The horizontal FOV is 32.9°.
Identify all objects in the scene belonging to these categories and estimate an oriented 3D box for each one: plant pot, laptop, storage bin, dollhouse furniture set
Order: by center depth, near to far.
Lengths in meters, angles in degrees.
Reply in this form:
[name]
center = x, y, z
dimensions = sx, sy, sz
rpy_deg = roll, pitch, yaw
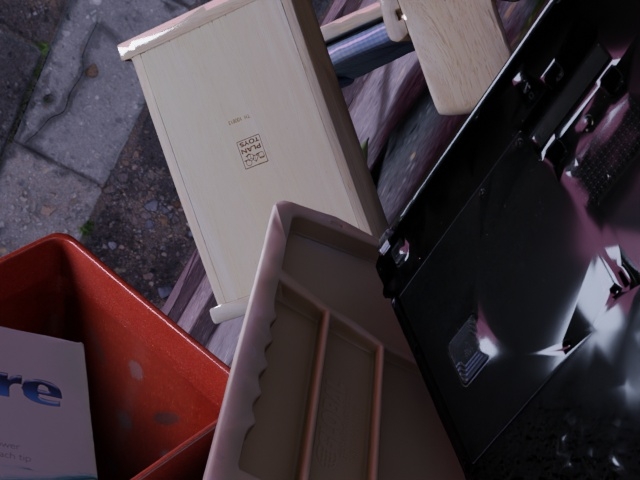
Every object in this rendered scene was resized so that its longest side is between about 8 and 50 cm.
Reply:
[laptop]
center = 0.137, -0.039, 0.393
dimensions = 0.234, 0.136, 0.264
rpy_deg = -58, 36, 32
[storage bin]
center = -0.037, 0.157, 0.452
dimensions = 0.262, 0.123, 0.260
rpy_deg = -58, 11, 28
[dollhouse furniture set]
center = 0.054, -0.094, 0.806
dimensions = 0.286, 0.198, 0.303
rpy_deg = -19, 2, 25
[plant pot]
center = -0.254, 0.198, 0.957
dimensions = 0.267, 0.267, 0.236
rpy_deg = -31, -33, -40

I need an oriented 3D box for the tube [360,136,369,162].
[tube]
center = 0.000, 0.000, 0.893
dimensions = 0.070, 0.062, 0.240
rpy_deg = -14, 26, 20

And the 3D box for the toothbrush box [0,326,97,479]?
[toothbrush box]
center = -0.145, 0.181, 0.282
dimensions = 0.216, 0.126, 0.295
rpy_deg = -61, 28, 25
